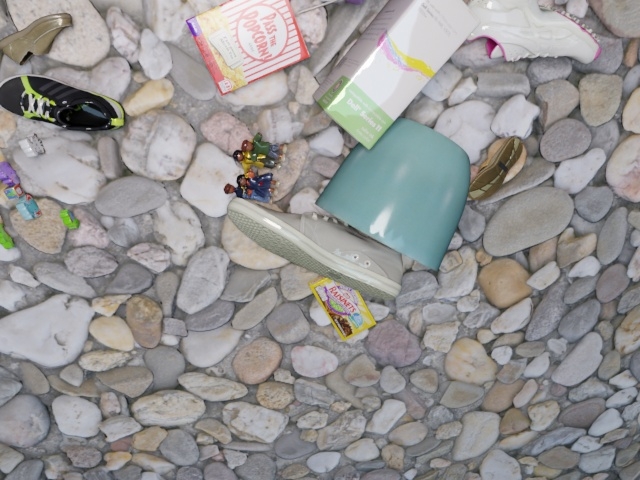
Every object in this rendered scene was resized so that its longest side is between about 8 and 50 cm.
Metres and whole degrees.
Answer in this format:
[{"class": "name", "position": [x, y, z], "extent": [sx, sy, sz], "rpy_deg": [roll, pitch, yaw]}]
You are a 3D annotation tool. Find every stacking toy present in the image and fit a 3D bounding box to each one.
[{"class": "stacking toy", "position": [-0.627, -0.100, 0.925], "extent": [0.166, 0.052, 0.221], "rpy_deg": [-15, 119, 0]}]

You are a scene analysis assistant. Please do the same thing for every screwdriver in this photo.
[{"class": "screwdriver", "position": [0.035, -0.473, 0.869], "extent": [0.169, 0.024, 0.025], "rpy_deg": [-14, 146, 0]}]

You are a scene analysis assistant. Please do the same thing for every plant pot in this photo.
[{"class": "plant pot", "position": [0.169, -0.109, 0.929], "extent": [0.293, 0.293, 0.235], "rpy_deg": [26, 96, -20]}]

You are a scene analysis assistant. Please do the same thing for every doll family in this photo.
[{"class": "doll family", "position": [-0.146, -0.147, 0.967], "extent": [0.111, 0.076, 0.193], "rpy_deg": [6, 117, -17]}]

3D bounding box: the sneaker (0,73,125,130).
[{"class": "sneaker", "position": [-0.492, -0.257, 0.841], "extent": [0.234, 0.097, 0.084], "rpy_deg": [6, 114, -12]}]

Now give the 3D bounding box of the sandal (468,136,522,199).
[{"class": "sandal", "position": [0.410, -0.170, 1.065], "extent": [0.072, 0.049, 0.180], "rpy_deg": [37, 90, -29]}]

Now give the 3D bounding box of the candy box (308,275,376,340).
[{"class": "candy box", "position": [0.060, 0.167, 1.176], "extent": [0.105, 0.027, 0.206], "rpy_deg": [-29, 117, 2]}]

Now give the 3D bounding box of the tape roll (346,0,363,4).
[{"class": "tape roll", "position": [-0.015, -0.504, 0.703], "extent": [0.274, 0.275, 0.090], "rpy_deg": [34, 106, -22]}]

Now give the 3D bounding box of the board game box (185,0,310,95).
[{"class": "board game box", "position": [-0.137, -0.391, 0.865], "extent": [0.193, 0.045, 0.147], "rpy_deg": [-24, 117, 2]}]

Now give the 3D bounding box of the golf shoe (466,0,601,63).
[{"class": "golf shoe", "position": [0.426, -0.423, 0.920], "extent": [0.306, 0.115, 0.140], "rpy_deg": [22, 121, -12]}]

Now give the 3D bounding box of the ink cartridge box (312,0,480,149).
[{"class": "ink cartridge box", "position": [0.149, -0.361, 0.836], "extent": [0.119, 0.207, 0.353], "rpy_deg": [36, 105, -21]}]

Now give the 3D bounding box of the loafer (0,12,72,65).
[{"class": "loafer", "position": [-0.509, -0.367, 0.813], "extent": [0.147, 0.056, 0.050], "rpy_deg": [-20, 118, 12]}]

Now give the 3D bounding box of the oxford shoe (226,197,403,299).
[{"class": "oxford shoe", "position": [0.000, 0.000, 1.036], "extent": [0.449, 0.169, 0.130], "rpy_deg": [25, 74, -12]}]
